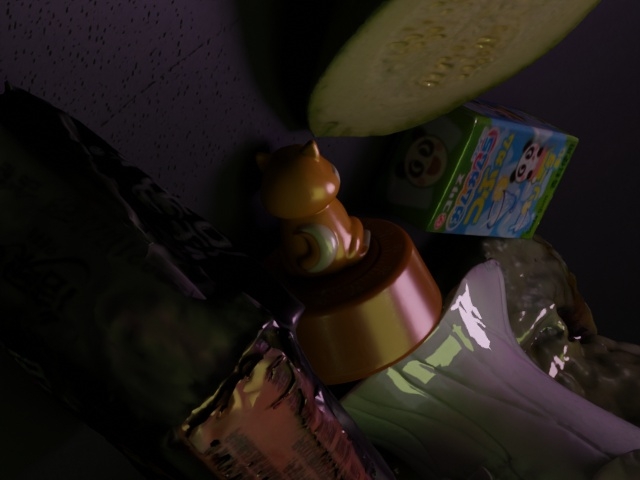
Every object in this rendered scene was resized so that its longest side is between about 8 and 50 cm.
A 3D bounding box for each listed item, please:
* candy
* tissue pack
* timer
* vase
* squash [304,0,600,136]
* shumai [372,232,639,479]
[{"bbox_3d":[0.121,-0.056,1.388,0.194,0.062,0.097,3,115,-59],"label":"candy"},{"bbox_3d":[-0.074,0.073,0.994,0.123,0.245,0.332,-51,151,-11],"label":"tissue pack"},{"bbox_3d":[0.000,0.000,1.209,0.132,0.132,0.152,-40,125,-32],"label":"timer"},{"bbox_3d":[0.202,0.221,1.297,0.250,0.445,0.250,-44,173,-7],"label":"vase"},{"bbox_3d":[0.105,-0.151,1.124,0.189,0.189,0.261,-15,126,-53],"label":"squash"},{"bbox_3d":[0.191,0.172,1.517,0.304,0.263,0.309,-60,153,-1],"label":"shumai"}]
